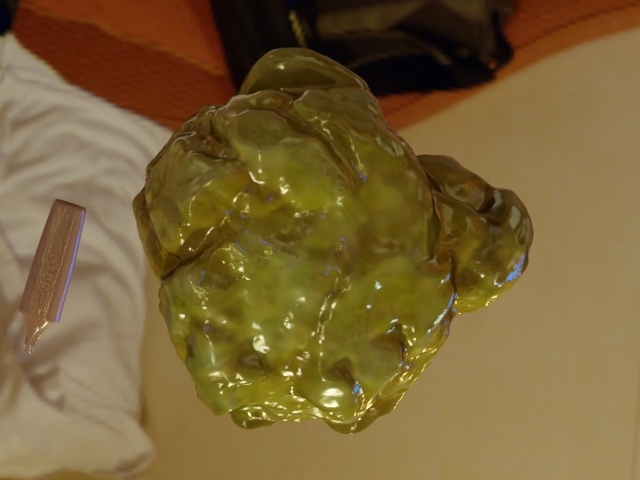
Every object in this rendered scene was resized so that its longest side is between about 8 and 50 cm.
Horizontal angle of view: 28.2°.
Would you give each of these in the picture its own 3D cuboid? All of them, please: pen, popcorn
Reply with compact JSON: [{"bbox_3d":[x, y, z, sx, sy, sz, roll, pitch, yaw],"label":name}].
[{"bbox_3d":[-0.333,0.048,1.570,0.053,0.197,0.032,19,-173,5],"label":"pen"},{"bbox_3d":[-0.001,0.011,1.161,0.292,0.294,0.334,-28,134,35],"label":"popcorn"}]
